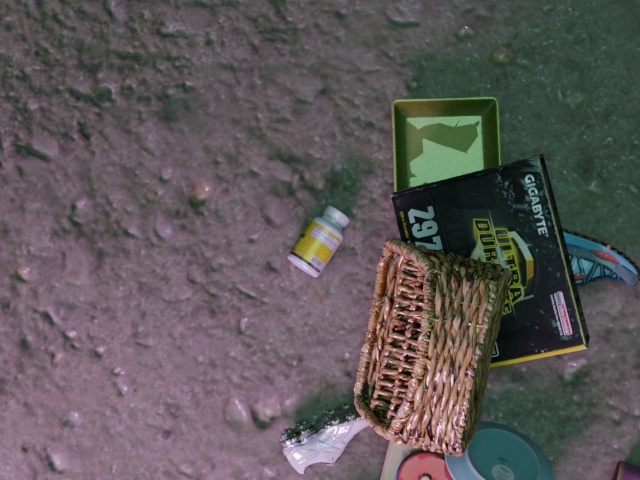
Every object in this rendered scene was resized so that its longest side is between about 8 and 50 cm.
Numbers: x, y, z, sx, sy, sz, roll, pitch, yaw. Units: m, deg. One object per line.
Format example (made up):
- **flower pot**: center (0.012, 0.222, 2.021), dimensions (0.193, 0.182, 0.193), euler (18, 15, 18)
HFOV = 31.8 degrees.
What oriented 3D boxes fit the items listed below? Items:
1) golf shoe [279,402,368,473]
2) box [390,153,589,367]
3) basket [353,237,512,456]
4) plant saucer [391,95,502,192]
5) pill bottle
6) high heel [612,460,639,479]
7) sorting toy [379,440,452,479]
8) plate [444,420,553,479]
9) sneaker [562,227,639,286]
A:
- **golf shoe**: center (0.023, 0.334, 1.895), dimensions (0.176, 0.069, 0.086), euler (-21, 105, 0)
- **box**: center (0.279, 0.044, 1.855), dimensions (0.257, 0.079, 0.322), euler (-13, 91, 19)
- **basket**: center (0.153, 0.165, 1.753), dimensions (0.223, 0.213, 0.299), euler (15, 99, 15)
- **plant saucer**: center (0.219, -0.154, 1.958), dimensions (0.188, 0.045, 0.189), euler (-1, 82, 1)
- **pill bottle**: center (0.000, 0.000, 1.932), dimensions (0.065, 0.065, 0.116), euler (34, 83, 6)
- **high heel**: center (0.530, 0.554, 1.805), dimensions (0.181, 0.127, 0.377), euler (15, 81, 9)
- **sorting toy**: center (0.211, 0.472, 1.846), dimensions (0.255, 0.089, 0.257), euler (14, 83, 4)
- **plate**: center (0.295, 0.363, 1.831), dimensions (0.188, 0.024, 0.188), euler (12, 39, -10)
- **sneaker**: center (0.411, 0.044, 1.911), dimensions (0.261, 0.104, 0.125), euler (19, 94, 12)
